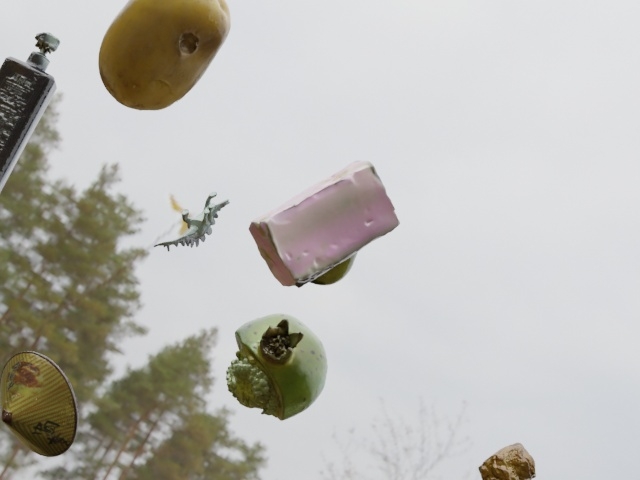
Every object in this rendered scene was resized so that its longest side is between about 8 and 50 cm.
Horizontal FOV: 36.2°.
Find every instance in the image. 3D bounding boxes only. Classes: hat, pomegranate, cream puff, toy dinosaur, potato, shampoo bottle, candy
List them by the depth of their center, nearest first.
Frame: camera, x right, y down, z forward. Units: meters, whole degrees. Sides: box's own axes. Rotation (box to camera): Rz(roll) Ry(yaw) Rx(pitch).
[{"bbox_3d":[-0.240,-0.301,1.468,0.146,0.234,0.150,45,18,11],"label":"potato"},{"bbox_3d":[-0.507,0.290,1.661,0.193,0.082,0.193,7,-76,30],"label":"hat"},{"bbox_3d":[-0.557,-0.239,1.770,0.098,0.310,0.071,25,-11,-1],"label":"shampoo bottle"},{"bbox_3d":[0.356,0.444,1.847,0.094,0.116,0.122,59,-43,23],"label":"cream puff"},{"bbox_3d":[0.010,-0.032,1.913,0.155,0.265,0.116,61,-17,-7],"label":"candy"},{"bbox_3d":[-0.248,-0.026,1.928,0.039,0.209,0.082,26,-49,27],"label":"toy dinosaur"},{"bbox_3d":[-0.101,0.293,2.374,0.260,0.260,0.341,29,-29,2],"label":"pomegranate"}]

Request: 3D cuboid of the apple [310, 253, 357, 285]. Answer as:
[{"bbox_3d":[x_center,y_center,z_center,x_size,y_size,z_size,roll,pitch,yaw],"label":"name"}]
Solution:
[{"bbox_3d":[0.000,0.000,2.191,0.157,0.196,0.196,15,-15,-30],"label":"apple"}]
